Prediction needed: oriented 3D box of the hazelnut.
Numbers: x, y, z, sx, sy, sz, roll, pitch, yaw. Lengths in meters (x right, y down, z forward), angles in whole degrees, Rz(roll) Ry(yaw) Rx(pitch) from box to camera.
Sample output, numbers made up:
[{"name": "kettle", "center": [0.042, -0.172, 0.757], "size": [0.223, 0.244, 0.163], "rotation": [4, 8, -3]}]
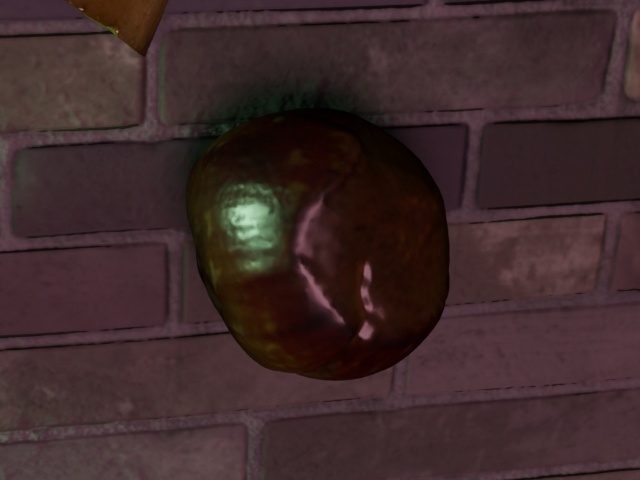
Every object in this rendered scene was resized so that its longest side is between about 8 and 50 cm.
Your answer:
[{"name": "hazelnut", "center": [0.000, 0.000, 1.521], "size": [0.218, 0.218, 0.233], "rotation": [-22, 106, 0]}]

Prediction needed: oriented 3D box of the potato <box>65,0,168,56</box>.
[{"name": "potato", "center": [-0.170, -0.251, 1.330], "size": [0.203, 0.178, 0.158], "rotation": [32, 94, -14]}]
